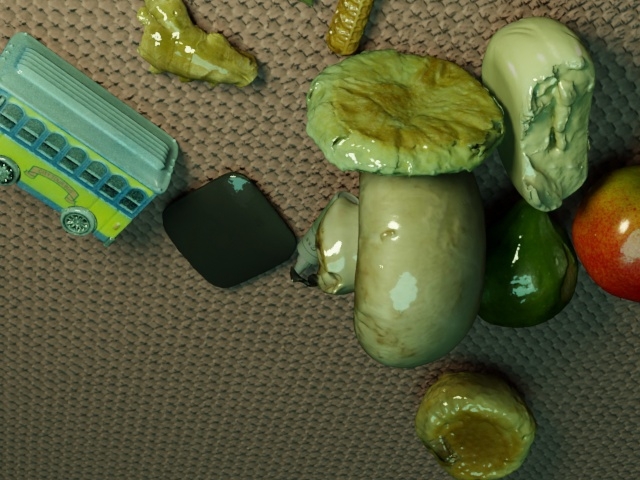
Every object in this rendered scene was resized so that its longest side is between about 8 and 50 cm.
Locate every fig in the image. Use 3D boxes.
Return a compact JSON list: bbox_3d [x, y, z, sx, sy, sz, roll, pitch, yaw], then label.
[{"bbox_3d":[0.328,0.022,1.628,0.195,0.195,0.245,-3,117,7],"label":"fig"}]

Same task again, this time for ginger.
[{"bbox_3d":[-0.198,-0.281,1.486,0.205,0.081,0.115,37,92,-13],"label":"ginger"}]

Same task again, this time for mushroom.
[{"bbox_3d":[0.103,0.011,1.520,0.294,0.362,0.362,0,129,6],"label":"mushroom"}]

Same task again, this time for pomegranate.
[{"bbox_3d":[0.516,-0.028,1.558,0.220,0.221,0.257,15,119,-8],"label":"pomegranate"}]

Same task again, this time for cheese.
[{"bbox_3d":[0.318,-0.187,1.433,0.127,0.233,0.266,-13,130,1],"label":"cheese"}]

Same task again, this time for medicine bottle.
[{"bbox_3d":[0.000,0.000,1.714,0.057,0.058,0.199,26,127,-16],"label":"medicine bottle"}]

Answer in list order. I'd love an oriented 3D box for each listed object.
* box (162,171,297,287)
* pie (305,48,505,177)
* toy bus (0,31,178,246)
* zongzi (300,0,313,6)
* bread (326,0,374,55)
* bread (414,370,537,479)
[{"bbox_3d":[-0.157,-0.015,1.725,0.201,0.042,0.212,-25,124,23],"label":"box"},{"bbox_3d":[0.119,-0.179,1.404,0.306,0.306,0.071,8,134,-2],"label":"pie"},{"bbox_3d":[-0.402,-0.154,1.562,0.312,0.152,0.190,36,124,-23],"label":"toy bus"},{"bbox_3d":[-0.101,-0.369,1.428,0.154,0.062,0.130,-11,140,21],"label":"zongzi"},{"bbox_3d":[0.048,-0.339,1.441,0.052,0.044,0.157,16,129,-5],"label":"bread"},{"bbox_3d":[0.298,0.354,1.936,0.244,0.134,0.245,4,129,5],"label":"bread"}]
